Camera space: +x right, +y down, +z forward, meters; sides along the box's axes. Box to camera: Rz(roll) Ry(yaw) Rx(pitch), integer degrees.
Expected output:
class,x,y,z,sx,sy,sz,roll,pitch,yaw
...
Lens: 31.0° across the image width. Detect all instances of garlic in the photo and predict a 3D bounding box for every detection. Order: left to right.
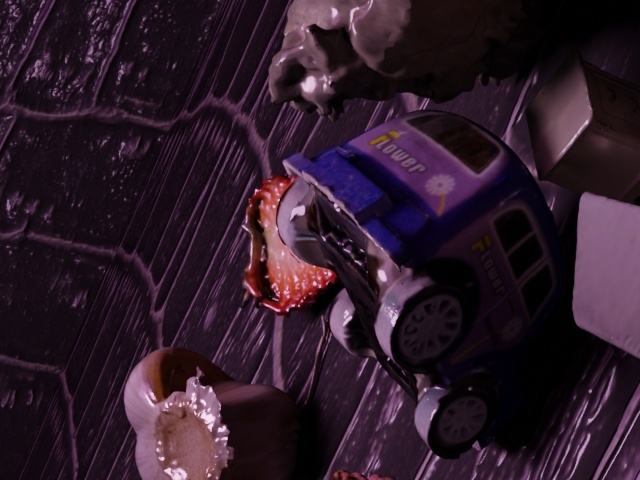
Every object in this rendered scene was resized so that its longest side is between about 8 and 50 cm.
class,x,y,z,sx,sy,sz,roll,pitch,yaw
garlic,-0.083,0.175,1.180,0.256,0.207,0.207,-43,19,0

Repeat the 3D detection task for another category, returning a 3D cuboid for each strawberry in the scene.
class,x,y,z,sx,sy,sz,roll,pitch,yaw
strawberry,0.002,0.001,1.298,0.208,0.087,0.167,-10,78,41

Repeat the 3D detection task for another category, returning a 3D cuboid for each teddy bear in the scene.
class,x,y,z,sx,sy,sz,roll,pitch,yaw
teddy bear,0.101,-0.194,0.850,0.357,0.224,0.367,-40,13,53

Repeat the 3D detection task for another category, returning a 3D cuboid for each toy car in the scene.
class,x,y,z,sx,sy,sz,roll,pitch,yaw
toy car,0.086,0.026,0.818,0.158,0.235,0.172,-32,38,-10

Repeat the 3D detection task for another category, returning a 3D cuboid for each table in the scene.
class,x,y,z,sx,sy,sz,roll,pitch,yaw
table,0.194,-0.072,0.780,0.062,0.083,0.079,-55,22,39

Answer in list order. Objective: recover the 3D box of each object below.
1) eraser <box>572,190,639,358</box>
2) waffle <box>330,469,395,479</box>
class,x,y,z,sx,sy,sz,roll,pitch,yaw
eraser,0.224,0.050,0.503,0.077,0.111,0.352,-65,17,3
waffle,0.011,0.300,0.935,0.234,0.055,0.221,-65,15,-6
